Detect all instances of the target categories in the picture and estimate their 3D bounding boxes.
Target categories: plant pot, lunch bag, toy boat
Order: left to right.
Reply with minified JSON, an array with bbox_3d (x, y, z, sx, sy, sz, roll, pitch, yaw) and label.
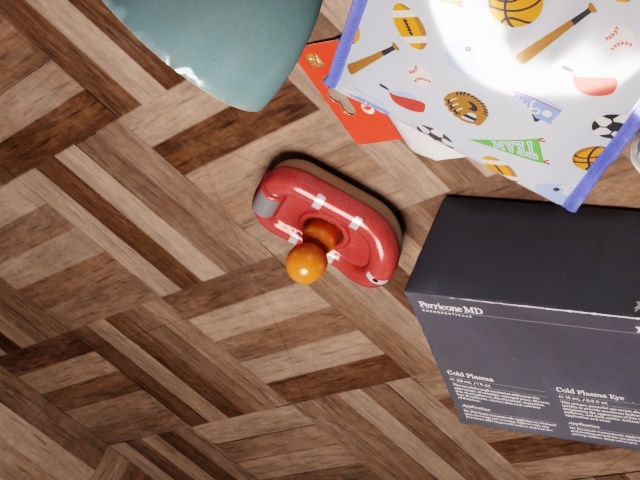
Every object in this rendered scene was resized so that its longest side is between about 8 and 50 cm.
[{"bbox_3d":[-0.103,-0.313,1.458,0.290,0.290,0.195,39,109,-19],"label":"plant pot"},{"bbox_3d":[0.000,0.000,1.886,0.231,0.151,0.151,28,147,-3],"label":"toy boat"},{"bbox_3d":[0.213,-0.256,1.321,0.328,0.239,0.385,25,154,3],"label":"lunch bag"}]

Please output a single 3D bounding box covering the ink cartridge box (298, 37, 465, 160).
[{"bbox_3d":[0.088,-0.178,1.674,0.232,0.066,0.189,-9,134,35],"label":"ink cartridge box"}]

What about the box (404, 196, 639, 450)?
[{"bbox_3d":[0.333,0.116,1.797,0.343,0.179,0.312,6,143,28],"label":"box"}]

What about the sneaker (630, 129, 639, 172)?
[{"bbox_3d":[0.478,-0.104,1.223,0.366,0.135,0.150,-21,121,28],"label":"sneaker"}]
